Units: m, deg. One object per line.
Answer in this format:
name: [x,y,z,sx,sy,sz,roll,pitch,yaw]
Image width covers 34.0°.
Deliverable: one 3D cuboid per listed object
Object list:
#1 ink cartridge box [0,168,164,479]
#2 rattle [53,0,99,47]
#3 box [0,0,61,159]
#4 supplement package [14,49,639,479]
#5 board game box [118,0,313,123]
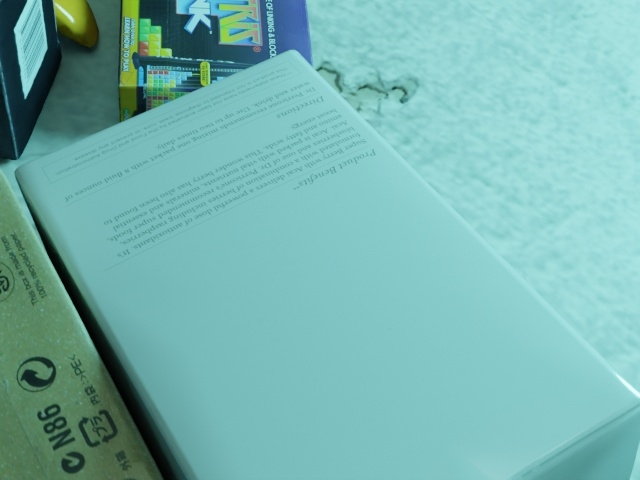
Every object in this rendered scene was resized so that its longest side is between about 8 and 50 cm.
ink cartridge box: [-0.139,0.109,0.531,0.088,0.193,0.234,-26,65,-17]
rattle: [-0.291,-0.192,0.798,0.200,0.142,0.130,-23,30,-5]
box: [-0.293,-0.156,0.701,0.207,0.153,0.108,12,57,-2]
supplement package: [-0.007,0.071,0.540,0.177,0.175,0.293,-26,49,-16]
board game box: [-0.081,-0.162,0.796,0.141,0.048,0.170,-1,55,-8]
